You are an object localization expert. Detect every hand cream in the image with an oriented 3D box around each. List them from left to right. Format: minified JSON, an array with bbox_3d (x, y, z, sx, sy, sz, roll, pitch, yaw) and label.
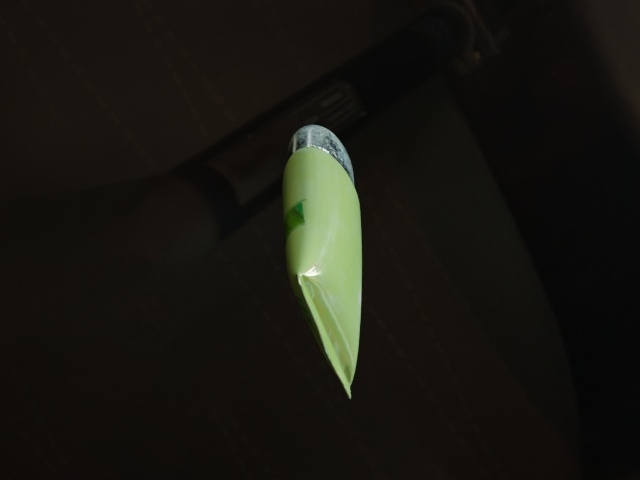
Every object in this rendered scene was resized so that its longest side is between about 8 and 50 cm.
[{"bbox_3d":[0.000,0.000,0.663,0.046,0.175,0.095,-11,130,11],"label":"hand cream"}]
